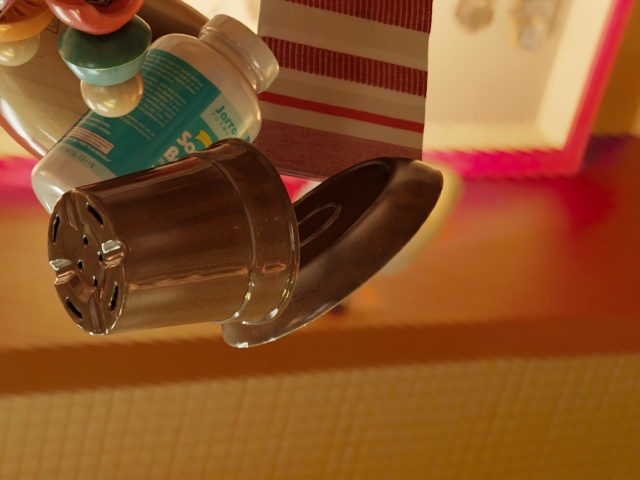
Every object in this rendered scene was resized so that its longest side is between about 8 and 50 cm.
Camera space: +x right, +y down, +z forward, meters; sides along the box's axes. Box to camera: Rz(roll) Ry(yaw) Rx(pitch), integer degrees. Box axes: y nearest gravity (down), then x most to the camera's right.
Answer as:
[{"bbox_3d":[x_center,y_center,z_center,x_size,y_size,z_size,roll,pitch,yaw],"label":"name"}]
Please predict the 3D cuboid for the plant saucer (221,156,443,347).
[{"bbox_3d":[0.000,0.000,2.160,0.050,0.310,0.310,52,-155,-16],"label":"plant saucer"}]

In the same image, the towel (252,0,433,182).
[{"bbox_3d":[0.026,-0.229,2.365,0.237,0.329,0.037,10,168,-26],"label":"towel"}]

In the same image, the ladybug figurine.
[{"bbox_3d":[-0.247,-0.175,2.325,0.449,0.162,0.305,25,-133,-29],"label":"ladybug figurine"}]

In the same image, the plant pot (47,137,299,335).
[{"bbox_3d":[-0.132,0.005,1.628,0.165,0.167,0.167,-11,-142,-37],"label":"plant pot"}]

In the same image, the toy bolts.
[{"bbox_3d":[-0.221,-0.228,1.826,0.218,0.158,0.228,-26,-133,-24],"label":"toy bolts"}]

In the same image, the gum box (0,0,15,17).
[{"bbox_3d":[-0.263,-0.224,1.277,0.188,0.062,0.107,23,-124,15],"label":"gum box"}]

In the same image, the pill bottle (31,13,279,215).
[{"bbox_3d":[-0.159,-0.109,1.947,0.146,0.146,0.264,32,-110,28],"label":"pill bottle"}]
